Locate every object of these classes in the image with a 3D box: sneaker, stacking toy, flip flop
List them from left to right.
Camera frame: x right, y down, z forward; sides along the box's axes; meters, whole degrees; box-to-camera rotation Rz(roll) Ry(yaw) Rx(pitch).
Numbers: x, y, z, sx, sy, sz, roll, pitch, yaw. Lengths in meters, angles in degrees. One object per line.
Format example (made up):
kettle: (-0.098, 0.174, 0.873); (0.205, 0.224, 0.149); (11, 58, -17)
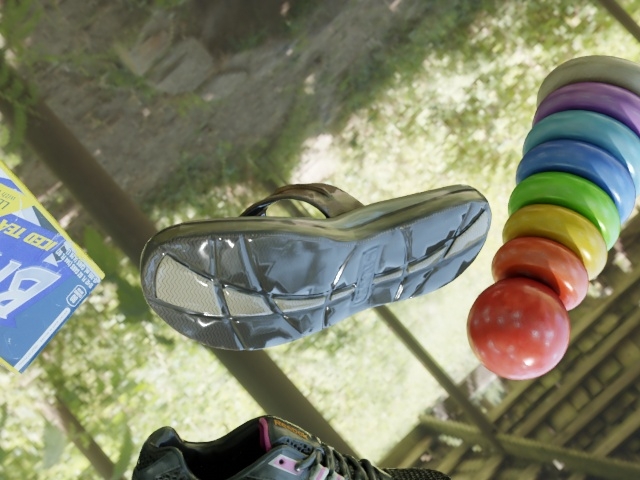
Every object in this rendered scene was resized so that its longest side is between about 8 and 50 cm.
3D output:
sneaker: (-0.012, 0.128, 0.487); (0.178, 0.077, 0.072); (0, -162, -18)
flip flop: (0.000, 0.000, 0.671); (0.277, 0.080, 0.112); (-14, 138, -30)
stacking toy: (0.225, -0.018, 0.885); (0.330, 0.141, 0.141); (-61, -175, -31)

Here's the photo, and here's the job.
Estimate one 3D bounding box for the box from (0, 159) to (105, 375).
box: (-0.152, -0.018, 0.353); (0.059, 0.054, 0.169); (-52, 146, -17)
